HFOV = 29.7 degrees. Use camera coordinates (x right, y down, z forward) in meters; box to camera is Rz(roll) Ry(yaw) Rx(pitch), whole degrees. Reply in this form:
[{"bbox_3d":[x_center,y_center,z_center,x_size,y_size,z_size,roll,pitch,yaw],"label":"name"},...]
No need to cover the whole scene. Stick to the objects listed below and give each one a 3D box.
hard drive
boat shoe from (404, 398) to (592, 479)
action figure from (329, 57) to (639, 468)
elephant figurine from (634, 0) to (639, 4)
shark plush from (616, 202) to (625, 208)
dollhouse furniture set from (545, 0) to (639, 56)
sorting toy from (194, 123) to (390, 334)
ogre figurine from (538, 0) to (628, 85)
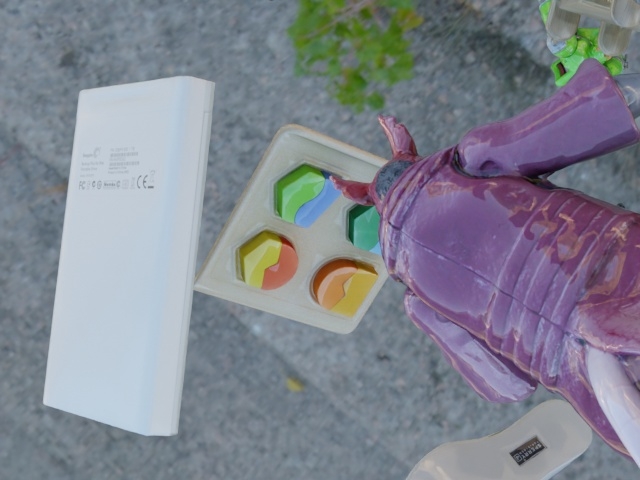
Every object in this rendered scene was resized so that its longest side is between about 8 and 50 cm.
[{"bbox_3d":[-0.180,0.010,1.111,0.203,0.040,0.308,3,86,51],"label":"hard drive"},{"bbox_3d":[0.182,0.255,1.315,0.096,0.267,0.088,51,140,19],"label":"boat shoe"},{"bbox_3d":[0.132,0.043,0.630,0.370,0.275,0.248,29,120,31],"label":"action figure"},{"bbox_3d":[0.181,-0.252,0.596,0.169,0.186,0.239,-32,130,-4],"label":"elephant figurine"},{"bbox_3d":[0.312,-0.013,1.324,0.073,0.161,0.067,21,84,8],"label":"shark plush"},{"bbox_3d":[0.411,-0.239,1.479,0.242,0.212,0.161,14,93,-12],"label":"dollhouse furniture set"},{"bbox_3d":[0.000,0.000,1.186,0.193,0.038,0.208,19,117,-30],"label":"sorting toy"},{"bbox_3d":[0.377,-0.280,1.738,0.096,0.118,0.197,-11,138,24],"label":"ogre figurine"}]
